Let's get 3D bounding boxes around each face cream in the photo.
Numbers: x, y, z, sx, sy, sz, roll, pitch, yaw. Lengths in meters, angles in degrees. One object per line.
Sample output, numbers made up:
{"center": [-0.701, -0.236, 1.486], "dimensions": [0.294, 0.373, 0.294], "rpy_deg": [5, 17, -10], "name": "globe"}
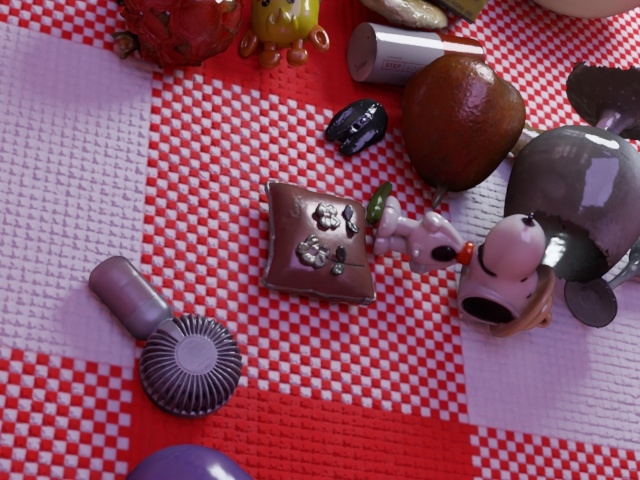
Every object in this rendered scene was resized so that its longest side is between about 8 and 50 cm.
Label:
{"center": [0.159, -0.300, 1.946], "dimensions": [0.214, 0.096, 0.096], "rpy_deg": [2, 61, -28], "name": "face cream"}

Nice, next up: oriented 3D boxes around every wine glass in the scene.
{"center": [0.424, -0.105, 1.833], "dimensions": [0.238, 0.238, 0.323], "rpy_deg": [32, 66, -8], "name": "wine glass"}
{"center": [0.581, 0.101, 1.928], "dimensions": [0.309, 0.096, 0.264], "rpy_deg": [-27, 72, -38], "name": "wine glass"}

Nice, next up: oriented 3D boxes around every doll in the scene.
{"center": [-0.057, -0.367, 1.865], "dimensions": [0.143, 0.135, 0.221], "rpy_deg": [-3, 65, 6], "name": "doll"}
{"center": [0.214, 0.036, 1.759], "dimensions": [0.271, 0.208, 0.144], "rpy_deg": [3, 32, 12], "name": "doll"}

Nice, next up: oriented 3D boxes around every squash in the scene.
{"center": [0.089, -0.060, 1.809], "dimensions": [0.027, 0.027, 0.089], "rpy_deg": [31, 50, -9], "name": "squash"}

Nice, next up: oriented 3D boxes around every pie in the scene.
{"center": [0.132, -0.405, 1.981], "dimensions": [0.185, 0.052, 0.218], "rpy_deg": [31, 22, -9], "name": "pie"}

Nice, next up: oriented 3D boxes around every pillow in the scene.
{"center": [0.000, 0.000, 1.690], "dimensions": [0.171, 0.075, 0.179], "rpy_deg": [12, 56, -22], "name": "pillow"}

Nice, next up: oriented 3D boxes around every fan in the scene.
{"center": [-0.203, 0.118, 1.515], "dimensions": [0.130, 0.074, 0.244], "rpy_deg": [-37, 78, -28], "name": "fan"}

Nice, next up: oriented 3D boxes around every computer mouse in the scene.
{"center": [0.063, -0.184, 1.856], "dimensions": [0.079, 0.047, 0.135], "rpy_deg": [46, 53, 4], "name": "computer mouse"}

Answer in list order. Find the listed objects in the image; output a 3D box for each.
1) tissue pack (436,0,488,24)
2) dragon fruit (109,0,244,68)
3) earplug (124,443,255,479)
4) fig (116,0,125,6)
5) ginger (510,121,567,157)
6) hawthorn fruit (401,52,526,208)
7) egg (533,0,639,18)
{"center": [0.178, -0.489, 2.036], "dimensions": [0.257, 0.081, 0.185], "rpy_deg": [33, 23, -7], "name": "tissue pack"}
{"center": [-0.203, -0.343, 1.728], "dimensions": [0.209, 0.172, 0.172], "rpy_deg": [-34, 81, -30], "name": "dragon fruit"}
{"center": [-0.054, 0.422, 1.335], "dimensions": [0.456, 0.215, 0.215], "rpy_deg": [45, 51, 8], "name": "earplug"}
{"center": [-0.247, -0.501, 1.821], "dimensions": [0.217, 0.217, 0.321], "rpy_deg": [22, 82, -16], "name": "fig"}
{"center": [0.383, -0.145, 1.993], "dimensions": [0.333, 0.081, 0.148], "rpy_deg": [31, 67, -8], "name": "ginger"}
{"center": [0.212, -0.164, 1.849], "dimensions": [0.199, 0.199, 0.251], "rpy_deg": [24, 70, -15], "name": "hawthorn fruit"}
{"center": [0.485, -0.551, 2.161], "dimensions": [0.345, 0.283, 0.283], "rpy_deg": [23, 53, -21], "name": "egg"}
